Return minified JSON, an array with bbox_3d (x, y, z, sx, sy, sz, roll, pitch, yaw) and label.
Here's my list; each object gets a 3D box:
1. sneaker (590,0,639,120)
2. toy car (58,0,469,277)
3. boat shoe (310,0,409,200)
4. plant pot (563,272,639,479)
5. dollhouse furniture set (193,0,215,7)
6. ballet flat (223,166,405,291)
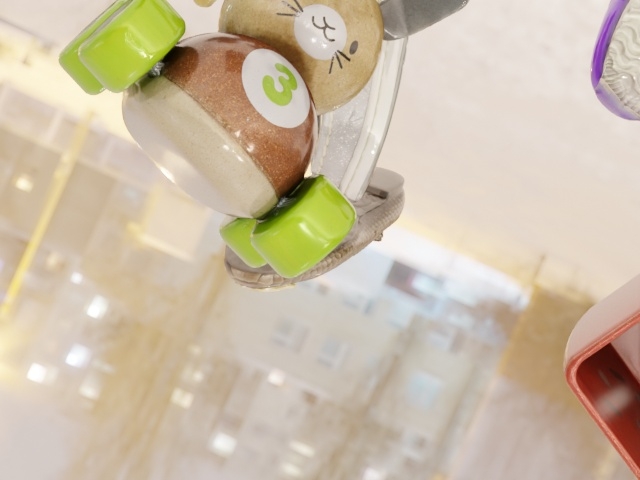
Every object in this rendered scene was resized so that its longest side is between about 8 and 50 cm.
[{"bbox_3d":[0.267,-0.192,1.388,0.102,0.293,0.146,41,156,-15],"label":"sneaker"},{"bbox_3d":[-0.012,-0.102,0.971,0.155,0.188,0.149,47,171,-13],"label":"toy car"},{"bbox_3d":[0.005,-0.179,1.332,0.103,0.320,0.118,3,159,-6],"label":"boat shoe"},{"bbox_3d":[0.369,0.109,1.629,0.267,0.267,0.236,53,-176,-10],"label":"plant pot"},{"bbox_3d":[-0.275,-0.284,1.874,0.286,0.198,0.303,-18,-130,-28],"label":"dollhouse furniture set"},{"bbox_3d":[0.000,0.000,1.462,0.084,0.058,0.250,16,-157,19],"label":"ballet flat"}]
